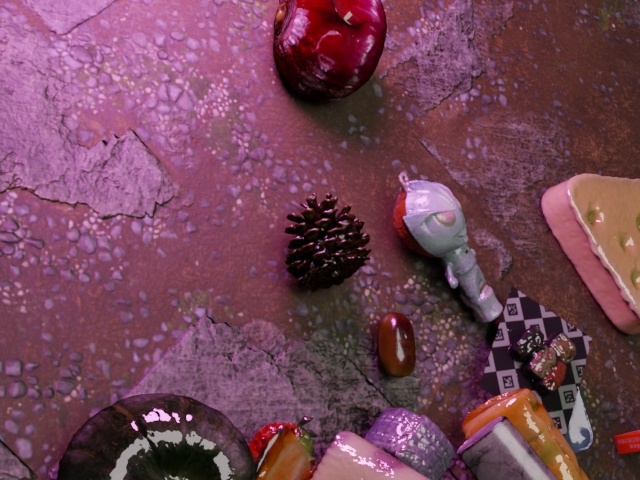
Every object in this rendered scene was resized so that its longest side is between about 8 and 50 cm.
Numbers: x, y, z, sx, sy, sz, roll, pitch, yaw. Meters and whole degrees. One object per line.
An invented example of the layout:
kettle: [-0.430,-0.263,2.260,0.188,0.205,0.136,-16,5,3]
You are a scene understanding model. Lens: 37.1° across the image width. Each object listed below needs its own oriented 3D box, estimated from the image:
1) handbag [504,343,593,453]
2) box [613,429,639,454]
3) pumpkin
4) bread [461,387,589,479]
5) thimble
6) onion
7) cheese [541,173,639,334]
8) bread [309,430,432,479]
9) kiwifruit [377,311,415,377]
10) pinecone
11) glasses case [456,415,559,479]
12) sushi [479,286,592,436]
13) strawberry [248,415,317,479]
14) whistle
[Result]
handbag: [0.441,0.328,1.912,0.179,0.062,0.229,-11,79,-29]
box: [0.799,0.389,1.969,0.265,0.273,0.048,-5,75,-30]
pumpkin: [-0.240,0.371,1.414,0.300,0.207,0.300,5,77,-22]
bread: [0.395,0.425,1.777,0.294,0.166,0.132,59,15,-3]
thimble: [0.151,0.374,1.676,0.150,0.150,0.098,48,58,-8]
onion: [0.026,-0.384,1.824,0.216,0.206,0.207,19,65,-23]
cheese: [0.686,0.033,2.124,0.384,0.104,0.384,11,67,-27]
bread: [0.132,0.462,1.529,0.338,0.155,0.187,25,78,25]
kiwifruit: [0.141,0.196,1.775,0.075,0.075,0.124,4,69,-29]
pinecone: [0.005,-0.006,1.718,0.163,0.163,0.165,-3,63,-31]
glasses case: [0.378,0.456,1.685,0.114,0.060,0.299,-41,89,7]
sushi: [0.443,0.235,1.878,0.219,0.047,0.231,31,63,-15]
strawberry: [-0.080,0.375,1.578,0.140,0.085,0.192,19,85,-40]
whistle: [0.247,0.011,1.875,0.346,0.133,0.142,57,15,-14]
